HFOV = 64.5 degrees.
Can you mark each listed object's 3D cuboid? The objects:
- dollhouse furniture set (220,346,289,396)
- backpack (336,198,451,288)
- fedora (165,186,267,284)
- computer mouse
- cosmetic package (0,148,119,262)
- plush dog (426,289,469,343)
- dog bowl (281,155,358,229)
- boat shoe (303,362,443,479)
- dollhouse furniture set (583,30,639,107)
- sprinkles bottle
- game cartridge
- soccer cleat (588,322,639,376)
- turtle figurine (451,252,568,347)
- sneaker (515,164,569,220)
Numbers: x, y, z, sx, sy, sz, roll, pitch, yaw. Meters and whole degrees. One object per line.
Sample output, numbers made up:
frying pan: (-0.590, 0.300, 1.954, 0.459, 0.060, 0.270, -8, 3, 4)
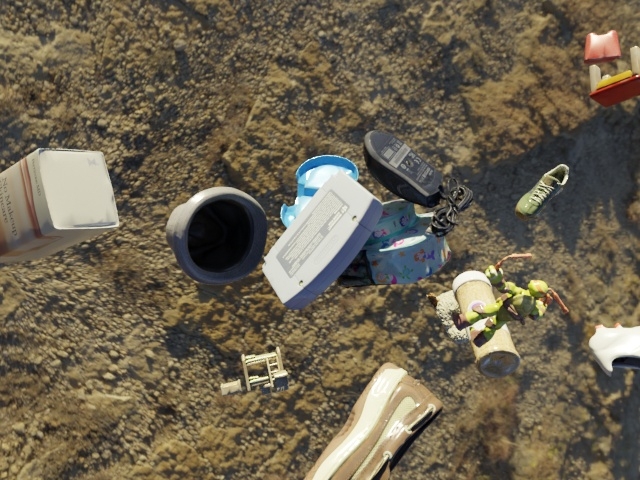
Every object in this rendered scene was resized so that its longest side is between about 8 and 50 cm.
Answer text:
dollhouse furniture set: (-0.191, 0.371, 1.412, 0.182, 0.161, 0.101, -10, 86, -11)
backpack: (0.164, 0.009, 1.175, 0.225, 0.254, 0.191, -32, 115, -45)
fedora: (-0.275, -0.017, 1.270, 0.276, 0.124, 0.243, -2, 102, -51)
computer mouse: (0.190, -0.126, 1.099, 0.272, 0.072, 0.188, 42, 47, 4)
cosmetic package: (-0.542, -0.058, 0.977, 0.129, 0.296, 0.153, -8, 82, -57)
plush dog: (0.564, 0.247, 2.002, 0.226, 0.262, 0.210, -29, 105, 8)
dog bowl: (0.003, -0.100, 1.325, 0.074, 0.166, 0.297, 84, 19, -48)
boat shoe: (0.045, 0.253, 0.529, 0.257, 0.095, 0.095, -52, 156, -23)
dollhouse furniture set: (0.642, -0.336, 0.900, 0.201, 0.374, 0.152, 18, 72, -30)
sprinkles bottle: (0.488, 0.241, 1.519, 0.121, 0.121, 0.355, 43, 25, -23)
game cartridge: (0.000, 0.000, 1.103, 0.062, 0.198, 0.297, 32, 101, -41)
soccer cleat: (0.494, 0.149, 0.728, 0.068, 0.196, 0.076, 62, 18, -46)
turtle figurine: (0.412, 0.151, 1.096, 0.270, 0.217, 0.087, 33, 31, -34)
sneaker: (0.591, -0.136, 1.345, 0.192, 0.064, 0.086, -36, 150, -24)
